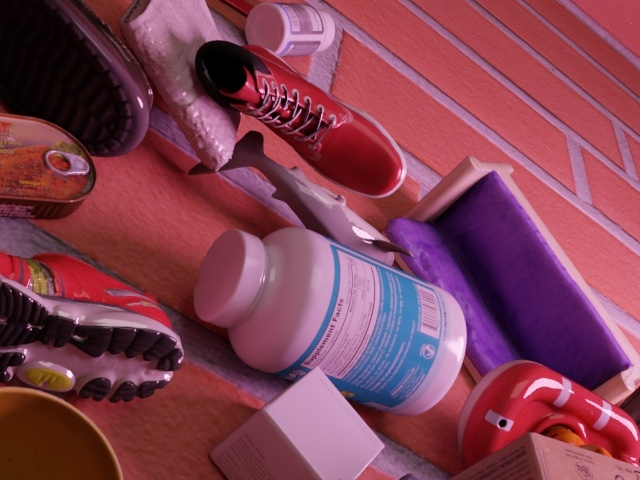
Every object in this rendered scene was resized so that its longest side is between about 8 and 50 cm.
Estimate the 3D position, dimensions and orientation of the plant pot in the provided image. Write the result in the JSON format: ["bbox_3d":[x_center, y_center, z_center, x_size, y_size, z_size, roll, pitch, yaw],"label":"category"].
[{"bbox_3d":[-0.212,0.179,0.609,0.134,0.095,0.134,28,37,-24],"label":"plant pot"}]

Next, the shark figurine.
[{"bbox_3d":[-0.011,-0.009,1.048,0.278,0.116,0.166,38,-1,-26],"label":"shark figurine"}]

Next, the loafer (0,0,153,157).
[{"bbox_3d":[-0.299,-0.241,0.940,0.366,0.134,0.130,45,33,0],"label":"loafer"}]

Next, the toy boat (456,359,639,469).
[{"bbox_3d":[0.264,0.233,0.998,0.231,0.151,0.151,29,-1,-18],"label":"toy boat"}]

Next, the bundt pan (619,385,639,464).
[{"bbox_3d":[0.504,0.332,1.214,0.330,0.124,0.331,30,35,-24],"label":"bundt pan"}]

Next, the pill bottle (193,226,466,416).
[{"bbox_3d":[0.008,0.076,0.922,0.264,0.146,0.146,24,38,-30],"label":"pill bottle"}]

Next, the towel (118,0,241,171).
[{"bbox_3d":[-0.146,-0.211,1.055,0.187,0.049,0.282,59,14,-26],"label":"towel"}]

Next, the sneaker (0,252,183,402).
[{"bbox_3d":[-0.245,0.052,0.739,0.279,0.107,0.118,25,19,-34],"label":"sneaker"}]

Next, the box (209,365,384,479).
[{"bbox_3d":[-0.020,0.188,0.821,0.101,0.087,0.102,50,33,7],"label":"box"}]

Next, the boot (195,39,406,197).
[{"bbox_3d":[-0.021,-0.126,0.983,0.244,0.088,0.176,37,13,5],"label":"boot"}]

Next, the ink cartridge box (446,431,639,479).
[{"bbox_3d":[0.219,0.284,0.882,0.234,0.193,0.088,22,41,-31],"label":"ink cartridge box"}]

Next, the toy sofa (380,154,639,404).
[{"bbox_3d":[0.251,0.074,1.194,0.177,0.150,0.363,-3,56,-51],"label":"toy sofa"}]

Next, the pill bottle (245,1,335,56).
[{"bbox_3d":[-0.042,-0.312,1.359,0.078,0.078,0.137,54,33,13],"label":"pill bottle"}]

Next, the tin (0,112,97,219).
[{"bbox_3d":[-0.298,-0.071,0.846,0.189,0.040,0.106,4,55,-46],"label":"tin"}]

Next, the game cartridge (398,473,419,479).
[{"bbox_3d":[0.125,0.379,0.688,0.355,0.068,0.230,43,52,11],"label":"game cartridge"}]

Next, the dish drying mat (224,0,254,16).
[{"bbox_3d":[-0.128,-0.358,1.380,0.083,0.008,0.032,29,37,-26],"label":"dish drying mat"}]
